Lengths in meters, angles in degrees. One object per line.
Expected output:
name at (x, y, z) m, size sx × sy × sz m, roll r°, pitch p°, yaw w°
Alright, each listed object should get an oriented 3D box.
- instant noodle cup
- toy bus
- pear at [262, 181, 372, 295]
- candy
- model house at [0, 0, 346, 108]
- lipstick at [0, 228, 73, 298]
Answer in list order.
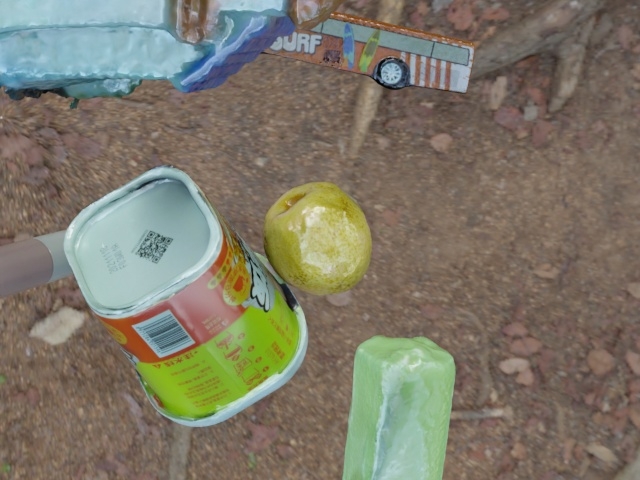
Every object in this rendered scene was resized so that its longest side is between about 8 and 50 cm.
instant noodle cup at (-0.193, 0.075, 1.320) m, size 0.294 × 0.294 × 0.308 m, roll -40°, pitch 146°, yaw -10°
toy bus at (0.017, -0.284, 1.349) m, size 0.409 × 0.093 × 0.092 m, roll 11°, pitch 103°, yaw -5°
pear at (0.000, 0.000, 1.424) m, size 0.178 × 0.178 × 0.178 m, roll -3°, pitch 98°, yaw -19°
candy at (0.106, 0.305, 1.369) m, size 0.142 × 0.132 × 0.343 m, roll -4°, pitch 109°, yaw -37°
model house at (-0.054, -0.123, 0.389) m, size 0.149 × 0.119 × 0.148 m, roll 7°, pitch 99°, yaw 10°
lipstick at (-0.424, 0.037, 1.310) m, size 0.254 × 0.070 × 0.070 m, roll -23°, pitch 109°, yaw -59°
